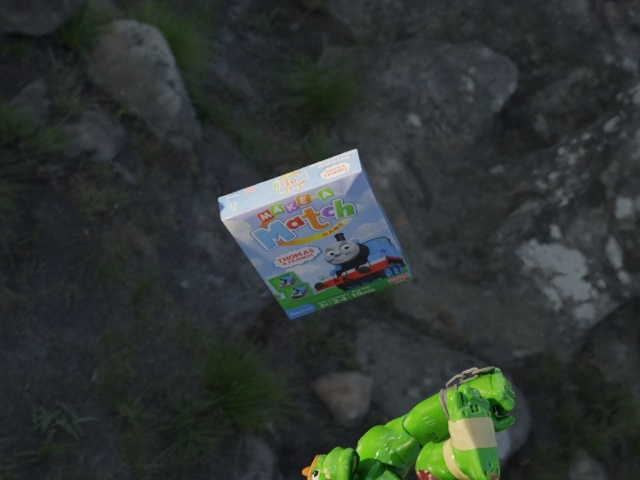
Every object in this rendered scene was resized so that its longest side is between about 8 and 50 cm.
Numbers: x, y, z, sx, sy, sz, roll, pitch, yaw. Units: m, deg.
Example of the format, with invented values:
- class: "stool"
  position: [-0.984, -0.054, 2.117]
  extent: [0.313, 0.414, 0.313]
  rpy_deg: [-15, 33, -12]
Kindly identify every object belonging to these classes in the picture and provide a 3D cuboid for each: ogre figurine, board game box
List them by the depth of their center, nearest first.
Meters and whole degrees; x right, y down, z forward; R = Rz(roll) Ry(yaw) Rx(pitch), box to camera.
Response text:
- class: "ogre figurine"
  position: [0.053, 0.168, 0.607]
  extent: [0.097, 0.118, 0.197]
  rpy_deg: [35, 47, -31]
- class: "board game box"
  position: [0.000, 0.000, 1.080]
  extent: [0.211, 0.160, 0.039]
  rpy_deg: [60, 14, -49]
